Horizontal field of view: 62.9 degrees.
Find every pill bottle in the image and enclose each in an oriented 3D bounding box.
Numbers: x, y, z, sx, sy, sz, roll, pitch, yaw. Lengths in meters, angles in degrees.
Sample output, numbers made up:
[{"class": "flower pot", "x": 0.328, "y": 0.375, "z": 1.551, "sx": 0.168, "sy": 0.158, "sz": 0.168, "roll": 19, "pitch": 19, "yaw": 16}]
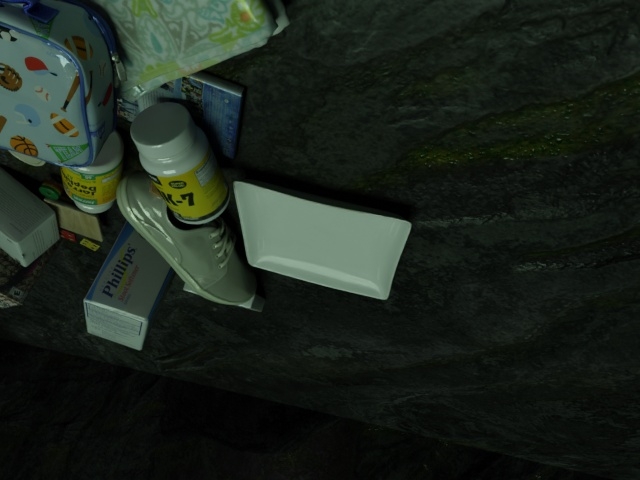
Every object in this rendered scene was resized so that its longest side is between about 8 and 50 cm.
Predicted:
[{"class": "pill bottle", "x": -0.241, "y": -0.131, "z": 0.914, "sx": 0.119, "sy": 0.119, "sz": 0.208, "roll": 9, "pitch": 149, "yaw": 14}, {"class": "pill bottle", "x": -0.460, "y": -0.139, "z": 1.056, "sx": 0.117, "sy": 0.117, "sz": 0.208, "roll": 24, "pitch": 150, "yaw": -11}]

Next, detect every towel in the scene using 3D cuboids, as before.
[{"class": "towel", "x": -0.255, "y": -0.354, "z": 0.623, "sx": 0.320, "sy": 0.090, "sz": 0.374, "roll": -9, "pitch": 139, "yaw": 32}]

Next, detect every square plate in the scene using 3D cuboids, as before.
[{"class": "square plate", "x": 0.000, "y": 0.000, "z": 1.119, "sx": 0.347, "sy": 0.049, "sz": 0.344, "roll": 14, "pitch": 149, "yaw": 6}]

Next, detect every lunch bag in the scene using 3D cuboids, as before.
[{"class": "lunch bag", "x": -0.412, "y": -0.235, "z": 0.684, "sx": 0.303, "sy": 0.115, "sz": 0.243, "roll": 18, "pitch": 141, "yaw": -5}]

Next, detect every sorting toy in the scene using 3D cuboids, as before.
[{"class": "sorting toy", "x": -0.618, "y": -0.061, "z": 1.338, "sx": 0.132, "sy": 0.046, "sz": 0.274, "roll": 20, "pitch": 149, "yaw": -5}]

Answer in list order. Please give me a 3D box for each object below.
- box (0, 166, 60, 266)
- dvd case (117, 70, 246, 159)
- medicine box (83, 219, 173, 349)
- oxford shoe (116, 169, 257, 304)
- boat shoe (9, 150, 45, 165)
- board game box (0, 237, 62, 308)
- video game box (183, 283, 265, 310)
[{"class": "box", "x": -0.767, "y": -0.054, "z": 1.304, "sx": 0.182, "sy": 0.119, "sz": 0.181, "roll": 40, "pitch": 149, "yaw": -3}, {"class": "dvd case", "x": -0.255, "y": -0.235, "z": 0.887, "sx": 0.253, "sy": 0.022, "sz": 0.180, "roll": 19, "pitch": 151, "yaw": -4}, {"class": "medicine box", "x": -0.457, "y": 0.101, "z": 1.308, "sx": 0.149, "sy": 0.263, "sz": 0.289, "roll": 23, "pitch": 150, "yaw": -11}, {"class": "oxford shoe", "x": -0.255, "y": 0.005, "z": 1.163, "sx": 0.130, "sy": 0.169, "sz": 0.449, "roll": -15, "pitch": 138, "yaw": 21}, {"class": "boat shoe", "x": -0.496, "y": -0.258, "z": 0.925, "sx": 0.112, "sy": 0.095, "sz": 0.335, "roll": 26, "pitch": 144, "yaw": -20}, {"class": "board game box", "x": -0.921, "y": 0.015, "z": 1.438, "sx": 0.141, "sy": 0.232, "sz": 0.291, "roll": -12, "pitch": 140, "yaw": 39}, {"class": "video game box", "x": -0.258, "y": 0.149, "z": 1.439, "sx": 0.187, "sy": 0.048, "sz": 0.205, "roll": 17, "pitch": 170, "yaw": 5}]
